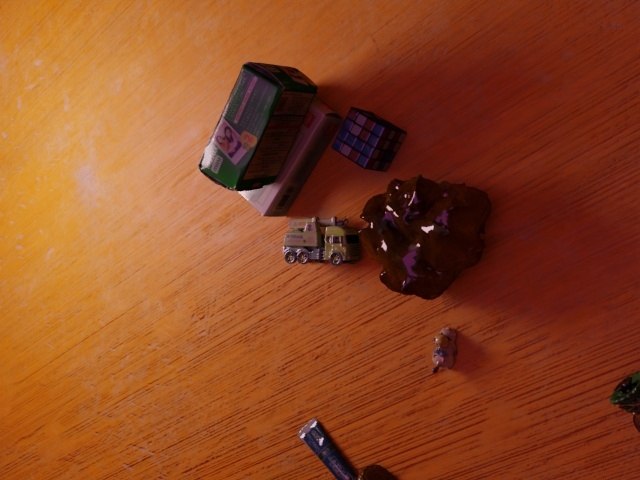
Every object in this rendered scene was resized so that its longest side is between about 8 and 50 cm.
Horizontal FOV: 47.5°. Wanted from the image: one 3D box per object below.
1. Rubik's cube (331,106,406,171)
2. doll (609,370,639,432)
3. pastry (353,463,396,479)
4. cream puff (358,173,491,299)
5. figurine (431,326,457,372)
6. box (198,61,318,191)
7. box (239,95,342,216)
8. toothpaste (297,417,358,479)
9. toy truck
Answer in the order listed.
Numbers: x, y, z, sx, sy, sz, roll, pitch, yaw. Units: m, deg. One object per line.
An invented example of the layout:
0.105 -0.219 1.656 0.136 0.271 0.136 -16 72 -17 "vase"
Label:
0.095 -0.198 1.432 0.092 0.092 0.092 36 109 27 "Rubik's cube"
0.529 0.266 1.186 0.113 0.076 0.078 40 106 -9 "doll"
0.108 0.496 1.429 0.057 0.097 0.109 -54 26 31 "pastry"
0.194 -0.015 1.341 0.269 0.155 0.241 -37 66 35 "cream puff"
0.230 0.207 1.374 0.047 0.051 0.083 7 95 27 "figurine"
-0.119 -0.222 1.428 0.103 0.180 0.250 33 109 16 "box"
-0.078 -0.193 1.553 0.135 0.079 0.269 43 112 25 "box"
0.028 0.461 1.518 0.057 0.035 0.197 -47 64 7 "toothpaste"
0.000 0.000 1.506 0.169 0.077 0.100 1 93 34 "toy truck"
